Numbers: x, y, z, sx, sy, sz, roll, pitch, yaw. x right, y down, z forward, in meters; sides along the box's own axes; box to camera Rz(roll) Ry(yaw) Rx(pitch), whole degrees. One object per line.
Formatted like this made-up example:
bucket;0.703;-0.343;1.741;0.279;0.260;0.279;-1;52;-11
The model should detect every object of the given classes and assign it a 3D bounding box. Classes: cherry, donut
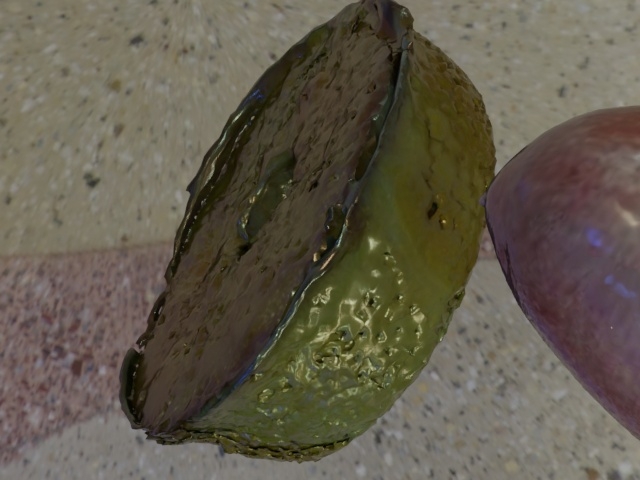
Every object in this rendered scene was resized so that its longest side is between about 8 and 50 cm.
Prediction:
cherry;0.112;0.013;0.360;0.126;0.087;0.106;17;67;-11
donut;0.000;0.000;0.697;0.107;0.272;0.272;29;97;-23
